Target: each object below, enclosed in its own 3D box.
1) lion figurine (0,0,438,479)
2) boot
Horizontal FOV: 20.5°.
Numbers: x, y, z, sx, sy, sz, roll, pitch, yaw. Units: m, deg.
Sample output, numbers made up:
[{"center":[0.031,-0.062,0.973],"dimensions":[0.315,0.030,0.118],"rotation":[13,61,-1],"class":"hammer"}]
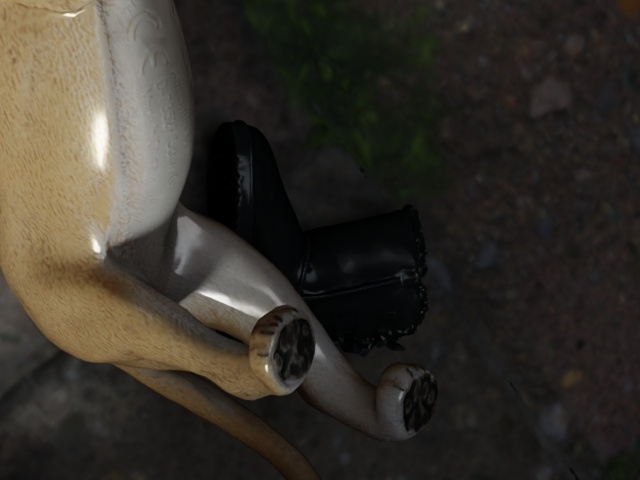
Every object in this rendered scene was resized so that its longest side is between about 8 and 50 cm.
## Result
[{"center":[-0.090,-0.055,0.722],"dimensions":[0.142,0.240,0.392],"rotation":[-28,122,-49],"class":"lion figurine"},{"center":[0.000,0.000,0.827],"dimensions":[0.099,0.045,0.121],"rotation":[-6,105,-19],"class":"boot"}]
